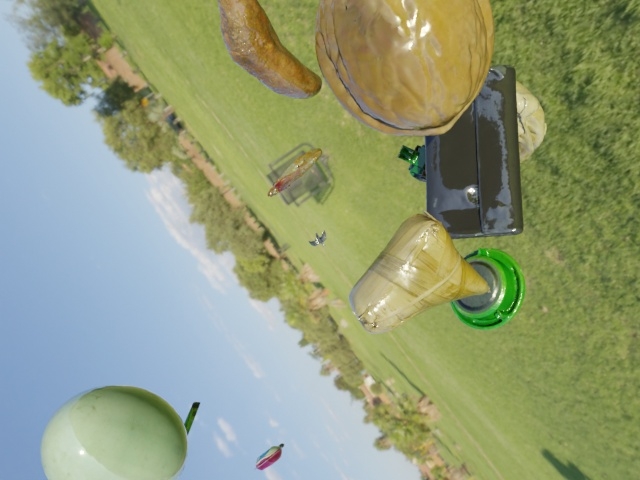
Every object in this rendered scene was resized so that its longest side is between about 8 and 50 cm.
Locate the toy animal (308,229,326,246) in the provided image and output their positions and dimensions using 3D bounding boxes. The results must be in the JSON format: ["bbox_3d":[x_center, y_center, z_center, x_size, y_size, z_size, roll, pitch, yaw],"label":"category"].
[{"bbox_3d":[0.000,-0.001,1.666,0.050,0.084,0.028,32,-131,-22],"label":"toy animal"}]

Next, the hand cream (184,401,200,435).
[{"bbox_3d":[-0.378,0.522,1.499,0.023,0.122,0.036,15,168,25],"label":"hand cream"}]

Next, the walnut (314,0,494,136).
[{"bbox_3d":[0.146,-0.336,0.897,0.333,0.333,0.333,54,176,6],"label":"walnut"}]

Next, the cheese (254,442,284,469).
[{"bbox_3d":[-0.133,0.582,1.417,0.038,0.095,0.145,53,-174,13],"label":"cheese"}]

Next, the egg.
[{"bbox_3d":[-0.472,0.486,1.236,0.276,0.276,0.389,51,176,37],"label":"egg"}]

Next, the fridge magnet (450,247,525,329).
[{"bbox_3d":[0.408,0.119,1.308,0.088,0.208,0.208,16,-157,-40],"label":"fridge magnet"}]

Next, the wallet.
[{"bbox_3d":[0.361,-0.208,1.263,0.062,0.228,0.406,11,-104,-61],"label":"wallet"}]

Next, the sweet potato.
[{"bbox_3d":[-0.116,-0.370,0.986,0.092,0.114,0.341,34,174,44],"label":"sweet potato"}]

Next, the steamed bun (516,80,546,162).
[{"bbox_3d":[0.531,-0.371,1.660,0.372,0.230,0.325,-36,80,47],"label":"steamed bun"}]

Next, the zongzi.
[{"bbox_3d":[0.156,0.082,0.794,0.197,0.194,0.099,43,178,-26],"label":"zongzi"}]

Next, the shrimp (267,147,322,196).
[{"bbox_3d":[-0.105,-0.256,2.034,0.062,0.294,0.154,42,-153,-14],"label":"shrimp"}]

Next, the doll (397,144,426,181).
[{"bbox_3d":[0.306,-0.229,1.542,0.134,0.106,0.186,24,-169,13],"label":"doll"}]
